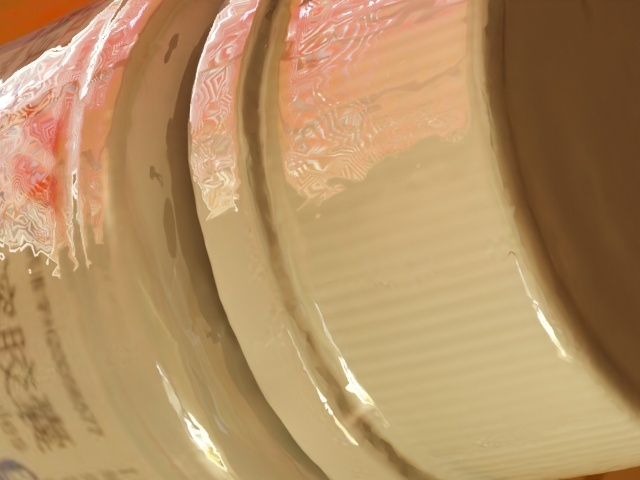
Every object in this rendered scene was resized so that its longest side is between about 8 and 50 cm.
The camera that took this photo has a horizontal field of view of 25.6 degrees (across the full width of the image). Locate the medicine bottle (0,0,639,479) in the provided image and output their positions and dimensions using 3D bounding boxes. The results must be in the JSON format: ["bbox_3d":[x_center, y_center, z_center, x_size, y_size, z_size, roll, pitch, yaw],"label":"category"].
[{"bbox_3d":[0.000,0.000,0.550,0.306,0.245,0.245,-16,26,40],"label":"medicine bottle"}]
